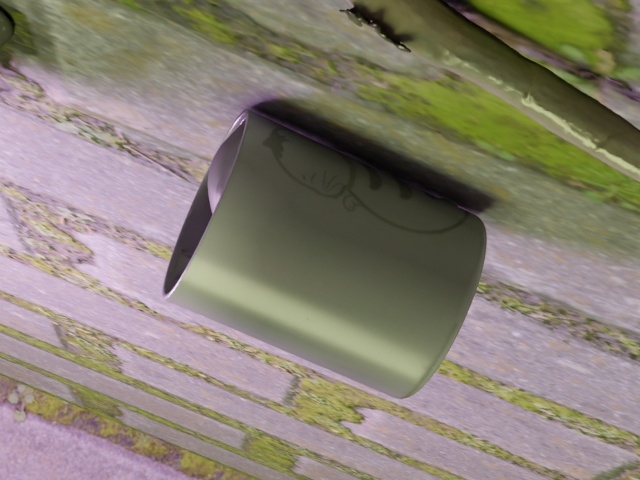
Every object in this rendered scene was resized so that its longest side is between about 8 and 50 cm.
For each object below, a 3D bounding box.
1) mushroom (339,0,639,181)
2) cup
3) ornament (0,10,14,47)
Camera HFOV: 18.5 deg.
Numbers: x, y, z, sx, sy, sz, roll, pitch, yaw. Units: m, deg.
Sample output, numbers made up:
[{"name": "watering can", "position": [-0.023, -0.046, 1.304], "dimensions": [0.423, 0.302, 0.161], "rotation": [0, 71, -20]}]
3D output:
[{"name": "mushroom", "position": [0.069, -0.062, 0.682], "dimensions": [0.306, 0.043, 0.068], "rotation": [27, 150, -15]}, {"name": "cup", "position": [0.004, -0.005, 0.950], "dimensions": [0.133, 0.136, 0.099], "rotation": [24, 134, -9]}, {"name": "ornament", "position": [-0.206, -0.046, 0.942], "dimensions": [0.081, 0.156, 0.075], "rotation": [26, 167, -19]}]
